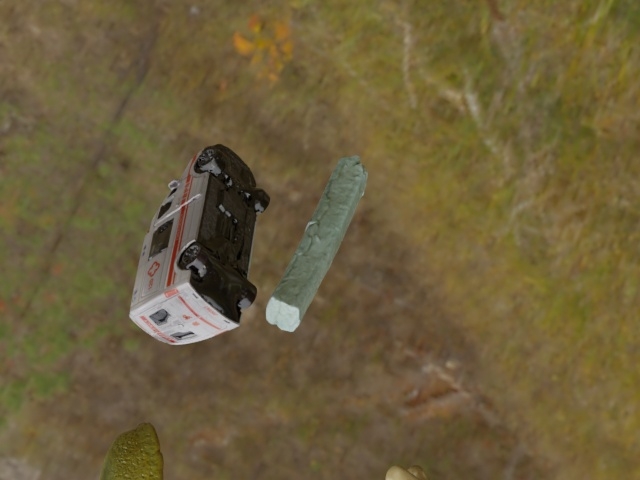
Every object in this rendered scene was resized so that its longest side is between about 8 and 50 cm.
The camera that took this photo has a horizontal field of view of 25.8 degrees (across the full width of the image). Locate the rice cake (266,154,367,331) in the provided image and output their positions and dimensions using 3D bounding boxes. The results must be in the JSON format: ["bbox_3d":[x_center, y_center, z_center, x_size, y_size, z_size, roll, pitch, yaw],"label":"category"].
[{"bbox_3d":[0.000,0.000,1.483,0.042,0.245,0.045,18,136,8],"label":"rice cake"}]

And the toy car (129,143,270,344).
[{"bbox_3d":[-0.123,0.002,1.402,0.108,0.209,0.089,-25,132,32],"label":"toy car"}]

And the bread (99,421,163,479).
[{"bbox_3d":[-0.245,0.299,1.648,0.065,0.187,0.149,23,139,-27],"label":"bread"}]

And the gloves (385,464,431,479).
[{"bbox_3d":[0.101,0.230,0.898,0.164,0.203,0.124,-37,134,27],"label":"gloves"}]
